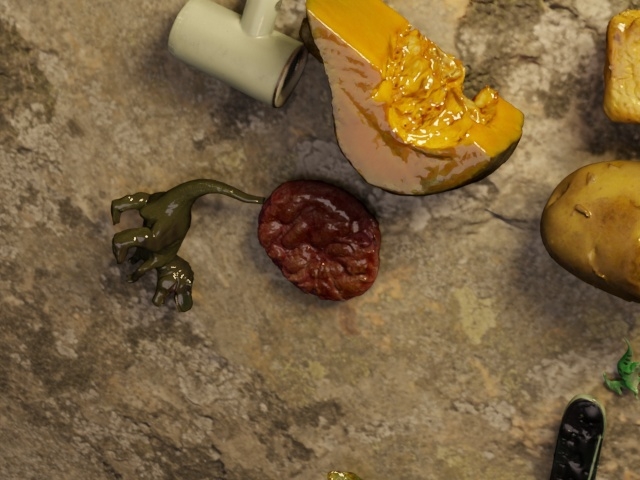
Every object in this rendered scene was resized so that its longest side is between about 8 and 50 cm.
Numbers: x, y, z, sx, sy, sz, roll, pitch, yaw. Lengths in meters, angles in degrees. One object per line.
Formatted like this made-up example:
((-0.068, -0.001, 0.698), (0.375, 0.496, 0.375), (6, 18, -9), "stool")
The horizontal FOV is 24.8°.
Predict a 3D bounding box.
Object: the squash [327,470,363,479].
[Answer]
((0.092, 0.404, 1.767), (0.137, 0.137, 0.287), (-11, 115, 31), "squash")

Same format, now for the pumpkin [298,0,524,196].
((0.064, -0.133, 1.404), (0.248, 0.131, 0.126), (42, 130, -4), "pumpkin")

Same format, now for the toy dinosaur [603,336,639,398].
((0.320, 0.133, 1.536), (0.062, 0.021, 0.083), (-14, 117, 46), "toy dinosaur")

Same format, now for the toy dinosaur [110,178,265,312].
((-0.145, -0.009, 1.657), (0.179, 0.087, 0.187), (-10, 141, -1), "toy dinosaur")

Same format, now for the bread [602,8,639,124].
((0.352, -0.147, 1.283), (0.211, 0.083, 0.114), (9, 120, 20), "bread")

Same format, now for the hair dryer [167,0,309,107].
((-0.061, -0.253, 1.419), (0.131, 0.073, 0.236), (27, 127, 8), "hair dryer")

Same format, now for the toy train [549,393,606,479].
((0.283, 0.255, 1.618), (0.052, 0.051, 0.234), (15, 124, 16), "toy train")

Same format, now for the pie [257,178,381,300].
((0.000, 0.000, 1.586), (0.154, 0.036, 0.154), (13, 128, 17), "pie")

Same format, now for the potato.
((0.300, -0.007, 1.385), (0.176, 0.137, 0.137), (34, 134, 29), "potato")
